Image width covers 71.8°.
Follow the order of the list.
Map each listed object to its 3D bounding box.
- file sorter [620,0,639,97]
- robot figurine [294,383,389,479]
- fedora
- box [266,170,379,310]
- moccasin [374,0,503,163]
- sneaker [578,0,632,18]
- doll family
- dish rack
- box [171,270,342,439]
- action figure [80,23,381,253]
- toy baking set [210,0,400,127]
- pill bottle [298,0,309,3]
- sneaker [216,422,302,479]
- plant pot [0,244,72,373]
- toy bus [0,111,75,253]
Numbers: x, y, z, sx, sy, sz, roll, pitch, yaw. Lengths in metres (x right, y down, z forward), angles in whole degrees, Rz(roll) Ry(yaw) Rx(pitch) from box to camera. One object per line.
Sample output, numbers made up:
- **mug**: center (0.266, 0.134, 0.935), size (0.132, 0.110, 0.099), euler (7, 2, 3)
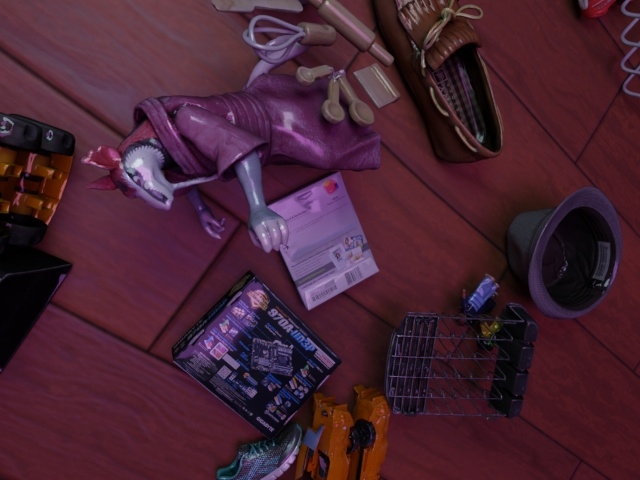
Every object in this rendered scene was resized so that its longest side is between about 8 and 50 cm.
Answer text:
- **file sorter**: center (0.674, -0.401, 0.797), size (0.173, 0.193, 0.278), euler (-47, 136, -3)
- **robot figurine**: center (0.034, 0.407, 0.760), size (0.211, 0.085, 0.291), euler (7, 95, -40)
- **fedora**: center (0.452, 0.020, 0.854), size (0.275, 0.124, 0.244), euler (33, 88, -29)
- **box**: center (0.000, 0.000, 0.732), size (0.145, 0.038, 0.186), euler (-28, 107, -15)
- **moccasin**: center (0.195, -0.301, 0.704), size (0.139, 0.147, 0.380), euler (-25, 105, -15)
- **sneaker**: center (0.601, -0.529, 0.866), size (0.279, 0.107, 0.118), euler (-35, 126, -9)
- **doll family**: center (0.319, 0.151, 0.855), size (0.111, 0.076, 0.193), euler (-44, 104, -5)
- **dish rack**: center (0.243, 0.214, 0.779), size (0.271, 0.074, 0.208), euler (4, 100, -9)
- **box**: center (-0.097, 0.186, 0.714), size (0.175, 0.051, 0.220), euler (-46, 109, -9)
- **action figure**: center (-0.091, -0.136, 0.523), size (0.370, 0.248, 0.276), euler (-19, 104, -42)
- **toy baking set**: center (0.000, -0.244, 0.543), size (0.256, 0.030, 0.197), euler (37, 48, -15)
- **pill bottle**: center (-0.039, -0.487, 0.592), size (0.152, 0.152, 0.272), euler (4, 96, -21)
- **sneaker**: center (-0.103, 0.362, 0.733), size (0.166, 0.065, 0.076), euler (-43, 104, -12)
- **plant pot**: center (-0.446, 0.068, 0.510), size (0.167, 0.187, 0.188), euler (34, 85, -9)
- **toy bus**: center (-0.410, -0.091, 0.480), size (0.211, 0.220, 0.150), euler (22, 93, -14)
